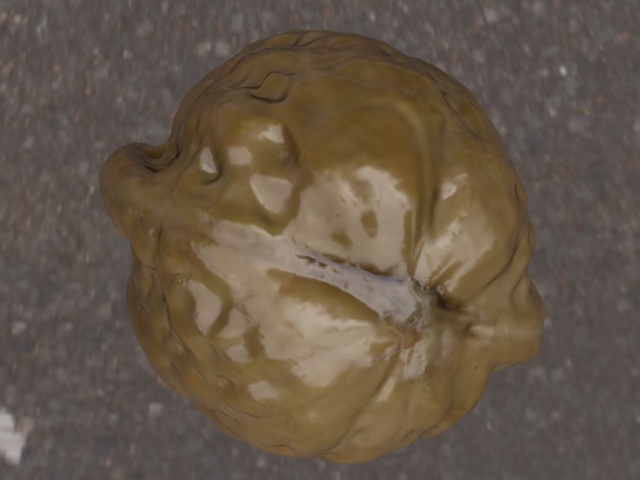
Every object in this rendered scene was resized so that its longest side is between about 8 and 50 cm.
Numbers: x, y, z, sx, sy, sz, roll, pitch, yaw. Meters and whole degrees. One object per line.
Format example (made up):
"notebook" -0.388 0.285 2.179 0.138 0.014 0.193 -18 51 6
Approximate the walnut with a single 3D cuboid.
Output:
"walnut" 0.000 0.000 1.005 0.257 0.257 0.224 18 97 -13
